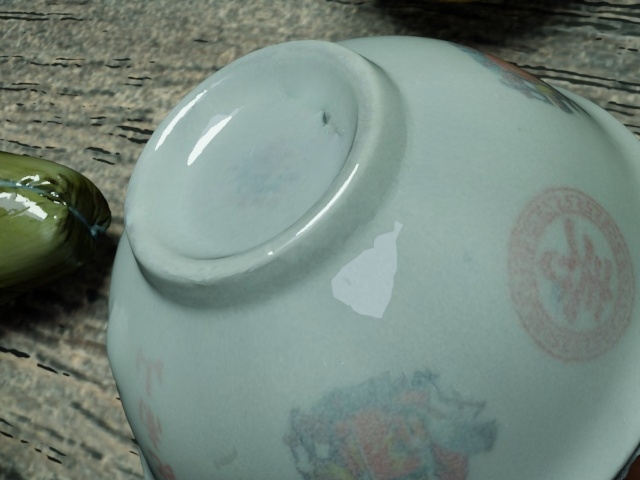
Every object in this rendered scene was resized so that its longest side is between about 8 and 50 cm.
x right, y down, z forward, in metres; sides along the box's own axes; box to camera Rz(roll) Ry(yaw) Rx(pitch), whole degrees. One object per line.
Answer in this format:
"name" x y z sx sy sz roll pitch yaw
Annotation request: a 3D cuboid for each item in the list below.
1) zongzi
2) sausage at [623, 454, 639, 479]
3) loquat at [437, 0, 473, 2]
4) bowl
"zongzi" -0.261 -0.055 0.688 0.221 0.112 0.242 -16 57 13
"sausage" 0.173 0.103 0.468 0.169 0.065 0.065 15 69 27
"loquat" 0.088 -0.269 0.630 0.238 0.193 0.238 -1 44 1
"bowl" 0.000 0.000 0.492 0.345 0.157 0.345 -19 48 22
